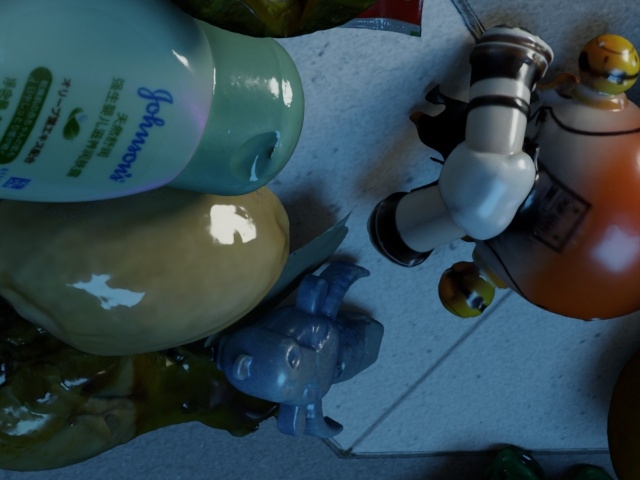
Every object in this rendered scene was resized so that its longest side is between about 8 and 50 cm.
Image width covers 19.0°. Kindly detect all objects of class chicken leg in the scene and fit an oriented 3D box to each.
[{"bbox_3d":[-0.197,0.141,1.838,0.429,0.153,0.201,6,143,-43],"label":"chicken leg"}]

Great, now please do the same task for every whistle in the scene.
[{"bbox_3d":[-0.012,0.112,1.890,0.269,0.093,0.180,-7,108,-57],"label":"whistle"}]

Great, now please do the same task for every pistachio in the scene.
[{"bbox_3d":[-0.164,0.009,1.684,0.293,0.162,0.182,-5,92,-28],"label":"pistachio"}]

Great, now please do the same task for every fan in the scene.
[{"bbox_3d":[-0.001,-0.001,1.801,0.310,0.010,0.182,-47,169,33],"label":"fan"}]

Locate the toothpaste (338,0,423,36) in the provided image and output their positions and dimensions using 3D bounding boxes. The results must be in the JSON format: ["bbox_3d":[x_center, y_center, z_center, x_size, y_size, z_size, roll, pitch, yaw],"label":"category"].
[{"bbox_3d":[0.070,-0.287,1.576,0.075,0.048,0.301,-13,141,-22],"label":"toothpaste"}]

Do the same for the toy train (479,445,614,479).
[{"bbox_3d":[0.282,0.407,2.286,0.429,0.249,0.178,16,124,-40],"label":"toy train"}]

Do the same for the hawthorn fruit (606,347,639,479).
[{"bbox_3d":[0.535,0.237,2.151,0.402,0.403,0.403,-16,139,-14],"label":"hawthorn fruit"}]

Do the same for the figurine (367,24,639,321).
[{"bbox_3d":[0.235,-0.037,1.831,0.323,0.196,0.320,17,115,-31],"label":"figurine"}]

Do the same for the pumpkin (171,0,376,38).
[{"bbox_3d":[-0.037,-0.266,1.463,0.238,0.159,0.238,3,136,3],"label":"pumpkin"}]

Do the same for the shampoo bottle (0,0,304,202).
[{"bbox_3d":[-0.170,-0.122,1.548,0.349,0.151,0.222,8,122,-36],"label":"shampoo bottle"}]
